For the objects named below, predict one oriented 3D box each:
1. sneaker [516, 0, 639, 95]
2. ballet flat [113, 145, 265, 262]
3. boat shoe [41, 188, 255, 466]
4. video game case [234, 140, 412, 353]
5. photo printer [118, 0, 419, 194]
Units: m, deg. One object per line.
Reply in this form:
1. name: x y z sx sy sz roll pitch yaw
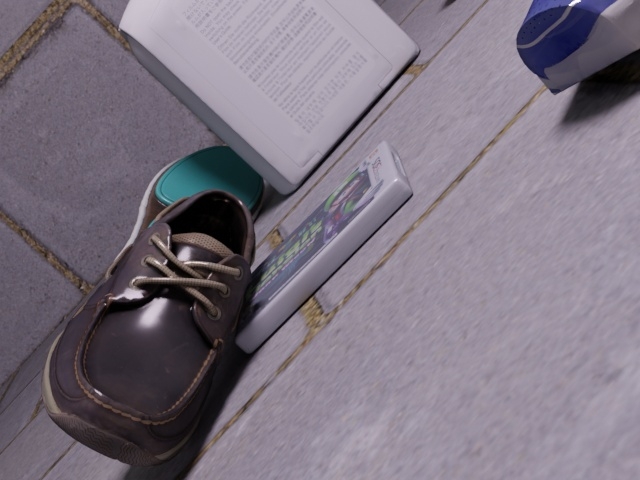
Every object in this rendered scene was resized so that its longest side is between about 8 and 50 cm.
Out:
1. sneaker: 0.190 -0.254 0.763 0.315 0.182 0.127 -52 10 -25
2. ballet flat: -0.175 0.009 1.448 0.139 0.139 0.400 -42 13 28
3. boat shoe: -0.129 0.047 0.959 0.355 0.132 0.130 -84 17 -67
4. video game case: 0.000 0.000 1.017 0.190 0.022 0.173 -45 10 10
5. photo printer: -0.070 -0.247 1.427 0.256 0.307 0.107 -49 11 -6
